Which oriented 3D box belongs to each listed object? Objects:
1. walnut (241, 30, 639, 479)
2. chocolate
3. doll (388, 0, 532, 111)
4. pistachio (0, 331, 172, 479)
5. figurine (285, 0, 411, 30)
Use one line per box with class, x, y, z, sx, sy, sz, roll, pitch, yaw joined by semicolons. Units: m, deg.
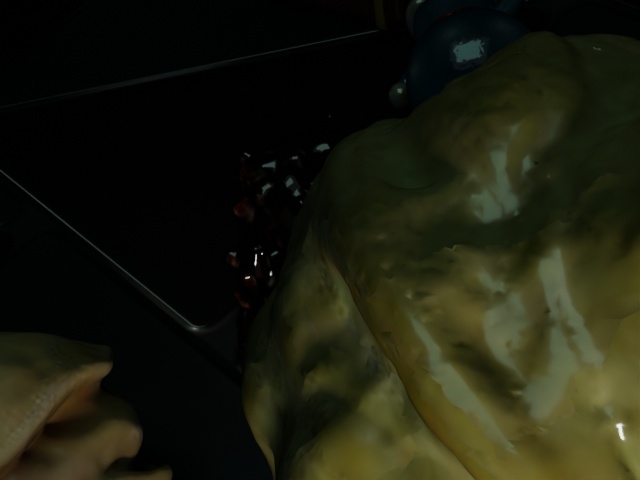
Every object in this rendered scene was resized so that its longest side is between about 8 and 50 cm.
walnut;0.110;0.060;0.567;0.282;0.253;0.277;-26;44;1
chocolate;0.000;0.000;0.753;0.156;0.133;0.156;-13;46;14
doll;0.094;-0.113;0.850;0.114;0.085;0.152;-31;33;14
pistachio;-0.226;0.148;0.699;0.293;0.162;0.181;-30;10;-1
figurine;0.004;-0.221;0.968;0.154;0.098;0.082;24;66;33
